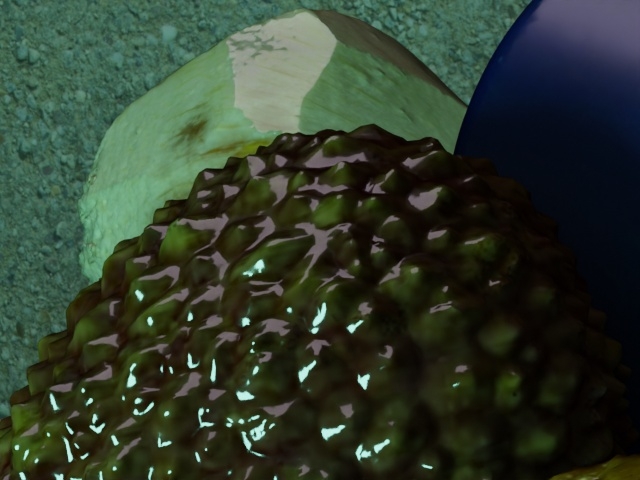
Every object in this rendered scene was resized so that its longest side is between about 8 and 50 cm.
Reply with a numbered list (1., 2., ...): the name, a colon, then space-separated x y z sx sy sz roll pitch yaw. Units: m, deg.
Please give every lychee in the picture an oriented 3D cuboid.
1. lychee: -0.016 0.090 0.693 0.271 0.271 0.271 -16 1 0

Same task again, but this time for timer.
1. timer: 0.262 0.015 0.714 0.270 0.270 0.383 -16 20 -30

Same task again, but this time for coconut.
1. coconut: 0.000 0.000 1.518 0.415 0.415 0.344 -15 24 37

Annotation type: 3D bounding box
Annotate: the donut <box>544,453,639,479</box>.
1. donut: 0.018 0.148 0.414 0.303 0.110 0.303 -17 3 1
